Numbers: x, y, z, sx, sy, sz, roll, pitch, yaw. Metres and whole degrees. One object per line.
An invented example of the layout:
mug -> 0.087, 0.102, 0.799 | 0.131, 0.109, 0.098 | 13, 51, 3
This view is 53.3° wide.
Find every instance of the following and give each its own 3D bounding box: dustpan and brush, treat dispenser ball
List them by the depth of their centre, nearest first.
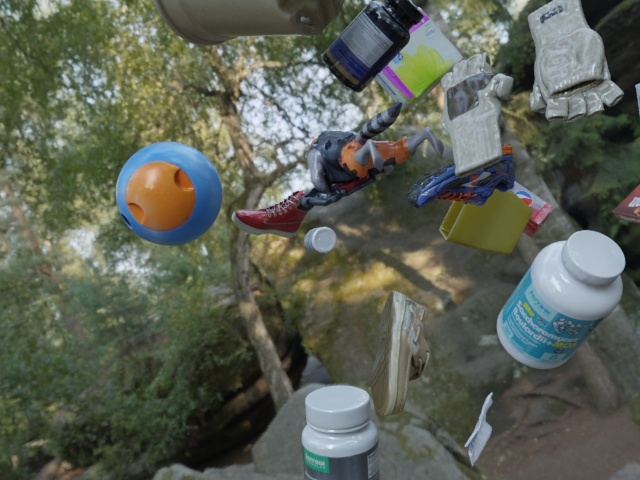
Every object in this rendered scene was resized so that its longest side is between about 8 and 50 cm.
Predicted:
treat dispenser ball -> -0.418, -0.129, 1.774 | 0.288, 0.288, 0.288 | -25, -13, -6
dustpan and brush -> 0.478, 0.557, 1.899 | 0.211, 0.060, 0.147 | -58, -14, -3

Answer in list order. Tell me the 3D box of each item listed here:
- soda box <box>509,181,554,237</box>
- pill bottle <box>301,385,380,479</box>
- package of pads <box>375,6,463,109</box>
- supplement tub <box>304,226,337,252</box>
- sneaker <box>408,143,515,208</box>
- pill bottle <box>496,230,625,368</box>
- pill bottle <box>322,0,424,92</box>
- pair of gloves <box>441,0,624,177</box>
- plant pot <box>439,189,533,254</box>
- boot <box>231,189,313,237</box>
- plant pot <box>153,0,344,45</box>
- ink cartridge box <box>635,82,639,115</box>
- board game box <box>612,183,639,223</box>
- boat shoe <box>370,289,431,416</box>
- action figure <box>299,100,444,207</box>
soda box -> 0.578, -0.130, 1.972 | 0.083, 0.263, 0.092 | -46, -16, -19
pill bottle -> 0.055, 0.586, 1.692 | 0.204, 0.360, 0.204 | -4, 9, 1
package of pads -> 0.287, -0.562, 1.975 | 0.296, 0.229, 0.101 | -45, 4, -32
supplement tub -> 0.000, 0.000, 1.725 | 0.071, 0.070, 0.107 | -23, 3, -13
sneaker -> 0.248, -0.095, 1.077 | 0.221, 0.087, 0.083 | -21, 2, -19
pill bottle -> 0.409, 0.099, 1.085 | 0.146, 0.146, 0.264 | -21, -33, -23
pill bottle -> 0.117, -0.442, 1.401 | 0.219, 0.122, 0.123 | -44, -18, 21
pair of gloves -> 0.274, -0.208, 0.882 | 0.240, 0.204, 0.042 | -30, -42, 31
plant pot -> 0.483, -0.070, 1.839 | 0.212, 0.187, 0.212 | -57, -7, -79
boot -> -0.138, -0.099, 1.946 | 0.244, 0.088, 0.176 | 6, -46, -41
plant pot -> -0.125, -0.546, 1.293 | 0.334, 0.306, 0.333 | -32, -47, -43
ink cartridge box -> 0.813, -0.216, 1.419 | 0.130, 0.309, 0.272 | -8, 1, -1
board game box -> 0.696, -0.084, 1.239 | 0.145, 0.027, 0.281 | -47, 8, 3
boat shoe -> 0.183, 0.235, 1.355 | 0.341, 0.110, 0.121 | -74, 4, -53
action figure -> 0.106, -0.210, 1.414 | 0.341, 0.178, 0.330 | -33, 20, -33
